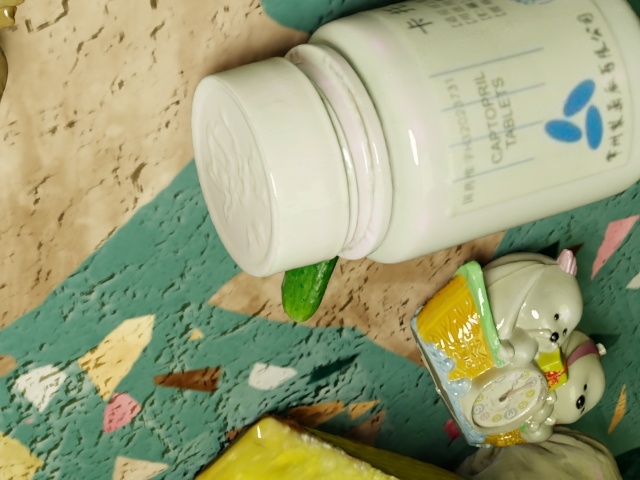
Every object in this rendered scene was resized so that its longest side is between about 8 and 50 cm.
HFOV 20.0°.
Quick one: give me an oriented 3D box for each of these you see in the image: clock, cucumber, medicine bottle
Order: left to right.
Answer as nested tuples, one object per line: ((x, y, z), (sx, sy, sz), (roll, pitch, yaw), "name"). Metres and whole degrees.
((0.000, 0.000, 1.338), (0.037, 0.037, 0.155), (-3, 127, -35), "cucumber")
((0.070, -0.077, 1.219), (0.293, 0.170, 0.170), (-17, 134, -23), "medicine bottle")
((0.160, 0.091, 1.486), (0.144, 0.103, 0.231), (-27, 137, -2), "clock")

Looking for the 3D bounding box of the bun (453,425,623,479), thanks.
((0.172, 0.236, 1.596), (0.193, 0.178, 0.128), (-24, 100, 16), "bun")

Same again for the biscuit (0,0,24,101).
((-0.208, -0.172, 0.963), (0.183, 0.047, 0.319), (10, 143, -7), "biscuit")

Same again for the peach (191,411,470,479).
((0.013, 0.304, 1.421), (0.242, 0.380, 0.306), (33, 77, -47), "peach")
